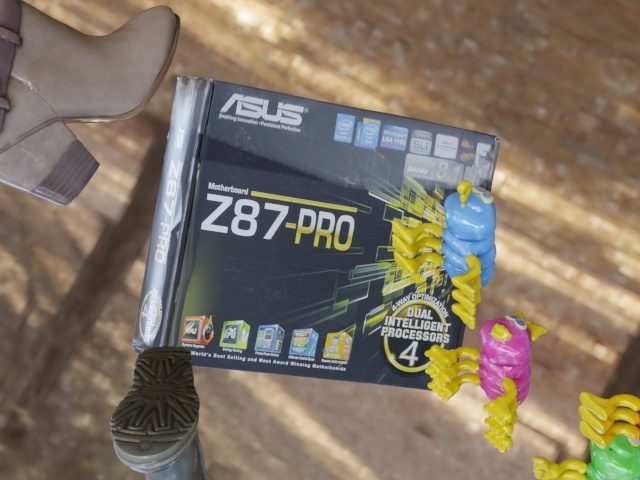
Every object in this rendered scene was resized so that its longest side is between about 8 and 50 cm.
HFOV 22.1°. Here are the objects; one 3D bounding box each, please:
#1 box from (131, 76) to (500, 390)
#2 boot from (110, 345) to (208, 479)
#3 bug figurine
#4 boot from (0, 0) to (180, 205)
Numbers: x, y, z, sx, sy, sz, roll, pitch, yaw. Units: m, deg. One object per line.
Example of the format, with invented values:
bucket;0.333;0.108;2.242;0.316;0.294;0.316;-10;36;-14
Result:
box;0.000;0.000;1.888;0.395;0.318;0.097;10;-179;-29
boot;-0.126;0.217;1.390;0.076;0.208;0.190;2;-158;5
bug figurine;0.162;0.089;1.111;0.279;0.072;0.216;44;153;32
boot;-0.111;-0.075;0.650;0.042;0.118;0.087;-12;133;44
